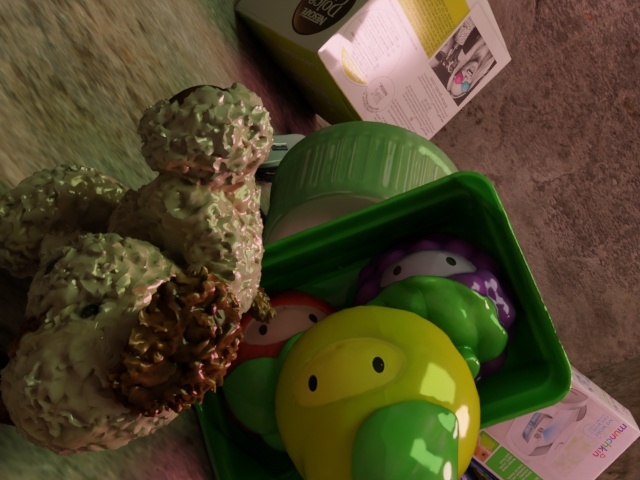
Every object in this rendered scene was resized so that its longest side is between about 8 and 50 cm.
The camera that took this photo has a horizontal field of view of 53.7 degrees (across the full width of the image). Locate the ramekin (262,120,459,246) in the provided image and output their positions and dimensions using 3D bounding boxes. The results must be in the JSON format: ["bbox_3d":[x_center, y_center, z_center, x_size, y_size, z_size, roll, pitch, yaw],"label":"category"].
[{"bbox_3d":[0.060,-0.003,0.908,0.303,0.303,0.148,55,29,-28],"label":"ramekin"}]

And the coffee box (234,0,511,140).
[{"bbox_3d":[0.102,-0.414,1.262,0.337,0.334,0.338,44,-1,45],"label":"coffee box"}]

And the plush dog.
[{"bbox_3d":[-0.128,0.046,0.439,0.211,0.262,0.225,57,31,-24],"label":"plush dog"}]

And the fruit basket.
[{"bbox_3d":[0.038,0.110,0.606,0.392,0.392,0.283,10,58,-67],"label":"fruit basket"}]

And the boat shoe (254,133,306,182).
[{"bbox_3d":[-0.100,-0.124,0.981,0.183,0.083,0.065,-3,67,-40],"label":"boat shoe"}]

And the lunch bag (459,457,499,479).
[{"bbox_3d":[0.384,0.535,1.404,0.293,0.138,0.221,52,18,10],"label":"lunch bag"}]

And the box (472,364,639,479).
[{"bbox_3d":[0.465,0.389,1.302,0.231,0.262,0.127,40,15,8],"label":"box"}]
